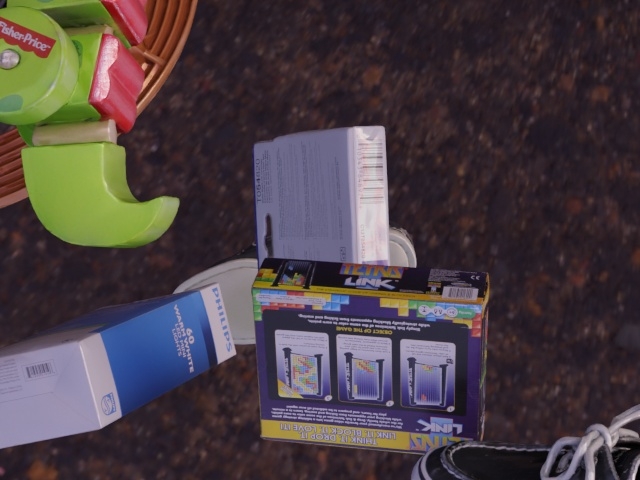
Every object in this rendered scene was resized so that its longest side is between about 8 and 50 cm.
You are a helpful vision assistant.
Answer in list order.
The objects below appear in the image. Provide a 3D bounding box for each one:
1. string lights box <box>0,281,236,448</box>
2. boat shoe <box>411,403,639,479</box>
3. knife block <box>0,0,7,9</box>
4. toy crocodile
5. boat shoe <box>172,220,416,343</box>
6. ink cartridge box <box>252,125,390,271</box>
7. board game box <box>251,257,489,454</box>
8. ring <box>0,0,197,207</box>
[{"bbox_3d":[-0.191,0.105,1.250,0.133,0.259,0.077,-13,94,23],"label":"string lights box"},{"bbox_3d":[0.199,0.171,0.954,0.306,0.113,0.105,14,120,35],"label":"boat shoe"},{"bbox_3d":[-0.383,-0.181,1.374,0.088,0.276,0.242,40,164,-4],"label":"knife block"},{"bbox_3d":[-0.150,-0.158,0.872,0.105,0.115,0.341,-6,75,9],"label":"toy crocodile"},{"bbox_3d":[-0.036,0.041,1.913,0.340,0.113,0.127,-21,111,14],"label":"boat shoe"},{"bbox_3d":[0.000,0.000,1.446,0.045,0.224,0.223,-3,92,-28],"label":"ink cartridge box"},{"bbox_3d":[0.039,0.088,1.065,0.170,0.048,0.141,5,122,10],"label":"board game box"},{"bbox_3d":[-0.250,-0.158,1.038,0.336,0.337,0.032,-3,146,17],"label":"ring"}]
